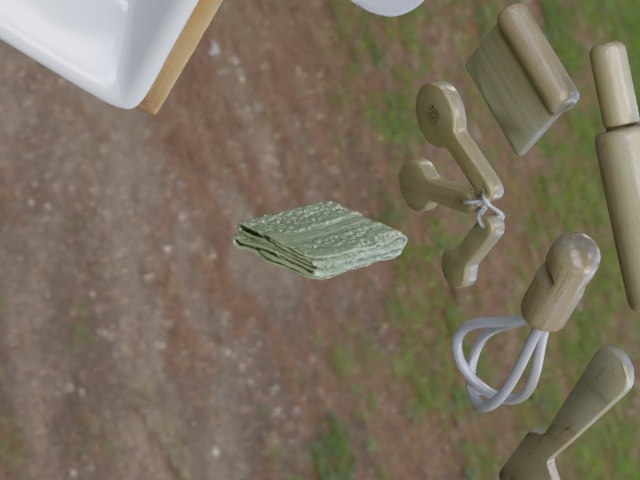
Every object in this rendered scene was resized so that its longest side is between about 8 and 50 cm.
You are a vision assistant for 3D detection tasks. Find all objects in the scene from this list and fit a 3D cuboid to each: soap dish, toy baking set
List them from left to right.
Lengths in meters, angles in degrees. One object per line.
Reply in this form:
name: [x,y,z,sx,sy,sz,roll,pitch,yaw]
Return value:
soap dish: [-0.146,-0.246,0.998,0.229,0.291,0.118,32,46,-6]
toy baking set: [0.115,0.013,0.763,0.030,0.197,0.256,-14,89,-28]

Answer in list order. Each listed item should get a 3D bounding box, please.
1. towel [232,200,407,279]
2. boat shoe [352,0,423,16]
towel: [0.000,0.000,1.404,0.148,0.110,0.027,-18,125,-48]
boat shoe: [-0.023,-0.339,1.434,0.335,0.121,0.119,39,24,-38]
